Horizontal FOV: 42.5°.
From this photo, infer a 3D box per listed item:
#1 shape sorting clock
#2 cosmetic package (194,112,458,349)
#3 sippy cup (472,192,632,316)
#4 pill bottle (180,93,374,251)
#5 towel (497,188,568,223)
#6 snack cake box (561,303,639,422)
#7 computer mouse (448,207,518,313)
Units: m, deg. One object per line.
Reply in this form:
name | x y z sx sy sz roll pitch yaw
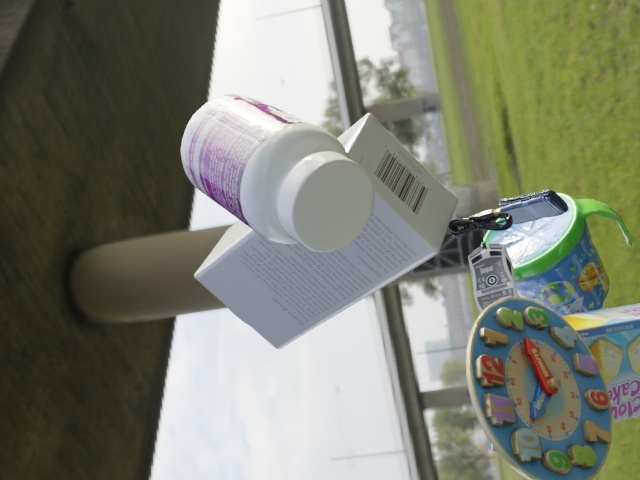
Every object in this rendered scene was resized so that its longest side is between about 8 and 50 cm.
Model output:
shape sorting clock | 0.235 0.156 0.866 0.040 0.206 0.206 -41 46 51
cosmetic package | 0.000 0.000 1.494 0.230 0.453 0.161 43 -138 -14
sippy cup | 0.500 0.054 1.772 0.224 0.306 0.240 48 -121 -24
pill bottle | -0.062 -0.094 1.147 0.301 0.169 0.169 34 146 51
towel | 0.395 -0.063 1.530 0.067 0.119 0.029 33 -120 -31
snack cake box | 0.432 0.184 1.223 0.089 0.265 0.152 -169 74 -65
computer mouse | 0.274 0.043 1.333 0.042 0.106 0.192 41 -143 -56
